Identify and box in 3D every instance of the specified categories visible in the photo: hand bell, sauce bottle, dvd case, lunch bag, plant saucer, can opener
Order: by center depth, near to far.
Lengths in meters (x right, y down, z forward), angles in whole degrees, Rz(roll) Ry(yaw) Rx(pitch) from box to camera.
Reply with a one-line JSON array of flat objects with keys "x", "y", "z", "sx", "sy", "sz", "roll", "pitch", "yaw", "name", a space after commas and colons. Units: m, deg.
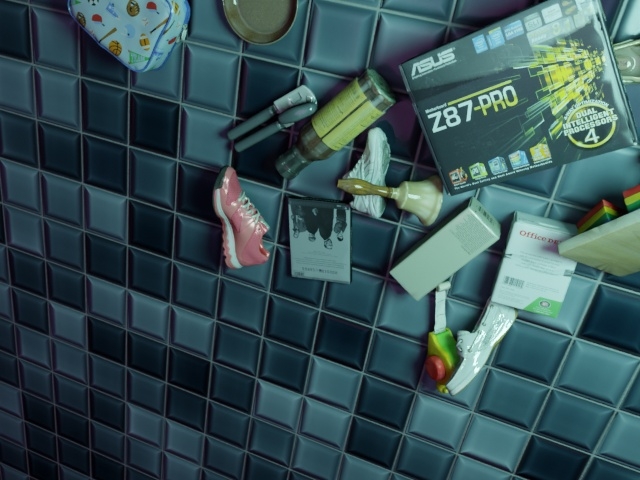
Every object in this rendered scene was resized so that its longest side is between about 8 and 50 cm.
[{"x": 0.154, "y": -0.116, "z": 1.356, "sx": 0.242, "sy": 0.126, "sz": 0.126, "roll": 9, "pitch": 119, "yaw": -13, "name": "hand bell"}, {"x": -0.141, "y": -0.576, "z": 1.374, "sx": 0.198, "sy": 0.036, "sz": 0.199, "roll": 8, "pitch": 115, "yaw": 17, "name": "plant saucer"}, {"x": 0.024, "y": -0.274, "z": 1.401, "sx": 0.344, "sy": 0.111, "sz": 0.111, "roll": -34, "pitch": 97, "yaw": 29, "name": "sauce bottle"}, {"x": -0.482, "y": -0.593, "z": 1.455, "sx": 0.303, "sy": 0.115, "sz": 0.243, "roll": 39, "pitch": 118, "yaw": 2, "name": "lunch bag"}, {"x": -0.129, "y": -0.308, "z": 1.461, "sx": 0.280, "sy": 0.093, "sz": 0.074, "roll": -21, "pitch": 105, "yaw": 32, "name": "can opener"}, {"x": 0.000, "y": 0.000, "z": 1.576, "sx": 0.179, "sy": 0.029, "sz": 0.239, "roll": 7, "pitch": 115, "yaw": 18, "name": "dvd case"}]

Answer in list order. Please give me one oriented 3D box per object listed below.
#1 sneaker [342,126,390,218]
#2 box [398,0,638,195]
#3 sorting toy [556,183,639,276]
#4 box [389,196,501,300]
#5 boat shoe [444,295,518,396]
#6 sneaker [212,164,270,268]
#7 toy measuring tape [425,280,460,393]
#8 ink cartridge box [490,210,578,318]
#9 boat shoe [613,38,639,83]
[{"x": 0.109, "y": -0.170, "z": 1.429, "sx": 0.115, "sy": 0.090, "sz": 0.232, "roll": 11, "pitch": 115, "yaw": 20, "name": "sneaker"}, {"x": 0.401, "y": -0.294, "z": 1.178, "sx": 0.394, "sy": 0.097, "sz": 0.318, "roll": -14, "pitch": 107, "yaw": 33, "name": "box"}, {"x": 0.669, "y": -0.029, "z": 1.187, "sx": 0.257, "sy": 0.089, "sz": 0.255, "roll": 15, "pitch": 149, "yaw": -33, "name": "sorting toy"}, {"x": 0.311, "y": 0.023, "z": 1.431, "sx": 0.113, "sy": 0.094, "sz": 0.275, "roll": 47, "pitch": 120, "yaw": -3, "name": "box"}, {"x": 0.386, "y": 0.264, "z": 1.453, "sx": 0.096, "sy": 0.098, "sz": 0.277, "roll": 36, "pitch": 79, "yaw": 8, "name": "boat shoe"}, {"x": -0.210, "y": -0.066, "z": 1.597, "sx": 0.136, "sy": 0.116, "sz": 0.314, "roll": -1, "pitch": 119, "yaw": 10, "name": "sneaker"}, {"x": 0.343, "y": 0.275, "z": 1.512, "sx": 0.121, "sy": 0.121, "sz": 0.330, "roll": 6, "pitch": 114, "yaw": 18, "name": "toy measuring tape"}, {"x": 0.516, "y": 0.056, "z": 1.367, "sx": 0.160, "sy": 0.092, "sz": 0.220, "roll": 15, "pitch": 116, "yaw": 13, "name": "ink cartridge box"}, {"x": 0.675, "y": -0.353, "z": 1.104, "sx": 0.302, "sy": 0.098, "sz": 0.109, "roll": 2, "pitch": 105, "yaw": 29, "name": "boat shoe"}]
